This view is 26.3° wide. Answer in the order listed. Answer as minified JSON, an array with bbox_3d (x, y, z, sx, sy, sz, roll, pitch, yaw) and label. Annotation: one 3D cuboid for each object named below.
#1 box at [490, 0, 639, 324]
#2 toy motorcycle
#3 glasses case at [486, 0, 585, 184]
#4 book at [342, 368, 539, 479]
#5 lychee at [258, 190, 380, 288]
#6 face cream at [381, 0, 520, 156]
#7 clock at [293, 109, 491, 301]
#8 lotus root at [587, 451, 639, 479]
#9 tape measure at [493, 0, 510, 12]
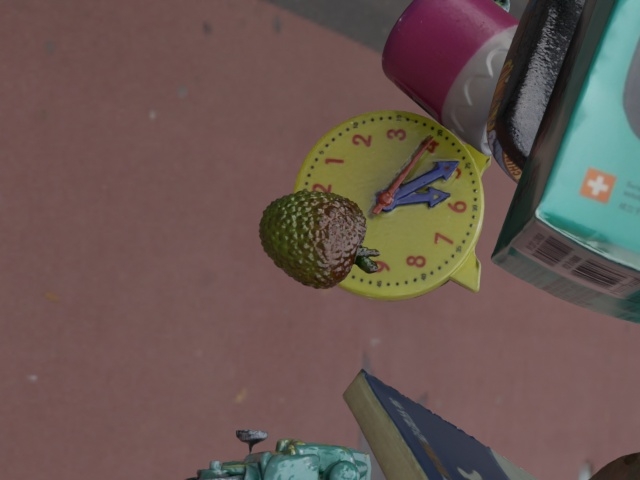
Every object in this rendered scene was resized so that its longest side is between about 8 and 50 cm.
[{"bbox_3d":[0.207,-0.117,0.770,0.205,0.118,0.311,98,13,-84],"label":"box"},{"bbox_3d":[-0.032,0.287,1.696,0.296,0.198,0.109,11,74,-67],"label":"toy motorcycle"},{"bbox_3d":[0.253,-0.166,1.417,0.122,0.082,0.321,33,48,-11],"label":"glasses case"},{"bbox_3d":[0.210,0.288,1.112,0.428,0.039,0.300,35,15,-37],"label":"book"},{"bbox_3d":[0.000,0.000,1.569,0.114,0.146,0.114,19,90,-87],"label":"lychee"},{"bbox_3d":[0.208,-0.236,1.867,0.175,0.195,0.175,-38,156,-21],"label":"face cream"},{"bbox_3d":[0.101,-0.054,1.968,0.071,0.293,0.277,54,36,-76],"label":"clock"},{"bbox_3d":[0.357,0.427,1.556,0.375,0.111,0.390,-58,-161,15],"label":"lotus root"},{"bbox_3d":[0.203,-0.324,2.088,0.175,0.200,0.106,-25,72,-42],"label":"tape measure"}]
